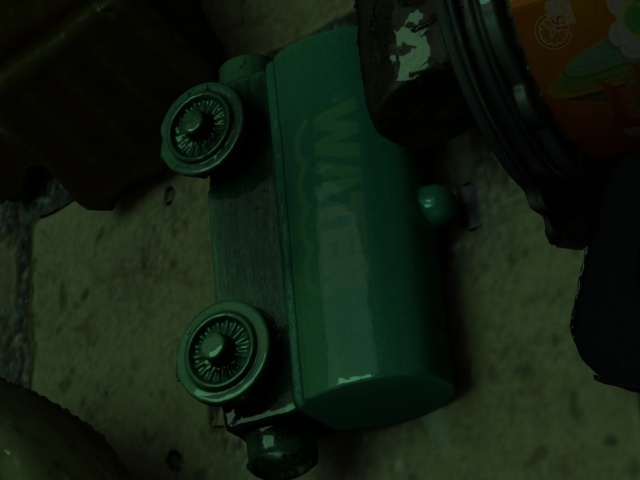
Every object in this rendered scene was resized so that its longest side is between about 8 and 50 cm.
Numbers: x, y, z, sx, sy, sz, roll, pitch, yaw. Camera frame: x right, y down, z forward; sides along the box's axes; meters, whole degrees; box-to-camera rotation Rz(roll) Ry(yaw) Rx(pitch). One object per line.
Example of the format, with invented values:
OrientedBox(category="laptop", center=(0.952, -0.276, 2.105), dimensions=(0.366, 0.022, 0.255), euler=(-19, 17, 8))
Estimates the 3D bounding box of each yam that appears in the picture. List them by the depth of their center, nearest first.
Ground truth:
OrientedBox(category="yam", center=(0.065, -0.144, 0.933), dimensions=(0.107, 0.107, 0.183), euler=(-21, 62, 41))

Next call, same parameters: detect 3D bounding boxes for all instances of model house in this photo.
OrientedBox(category="model house", center=(-0.177, -0.143, 1.115), dimensions=(0.239, 0.268, 0.173), euler=(19, 69, 48))

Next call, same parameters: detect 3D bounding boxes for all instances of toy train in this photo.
OrientedBox(category="toy train", center=(0.000, 0.000, 0.964), dimensions=(0.159, 0.101, 0.248), euler=(-17, 62, 25))

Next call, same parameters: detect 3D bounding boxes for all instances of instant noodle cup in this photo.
OrientedBox(category="instant noodle cup", center=(0.137, -0.111, 0.731), dimensions=(0.125, 0.177, 0.208), euler=(-12, 100, 28))

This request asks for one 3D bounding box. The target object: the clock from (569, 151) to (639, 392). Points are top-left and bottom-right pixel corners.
OrientedBox(category="clock", center=(0.234, -0.059, 0.755), dimensions=(0.279, 0.049, 0.273), euler=(4, 78, 48))

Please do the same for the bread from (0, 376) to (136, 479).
OrientedBox(category="bread", center=(-0.192, 0.224, 1.027), dimensions=(0.305, 0.159, 0.305), euler=(-18, 66, 45))
